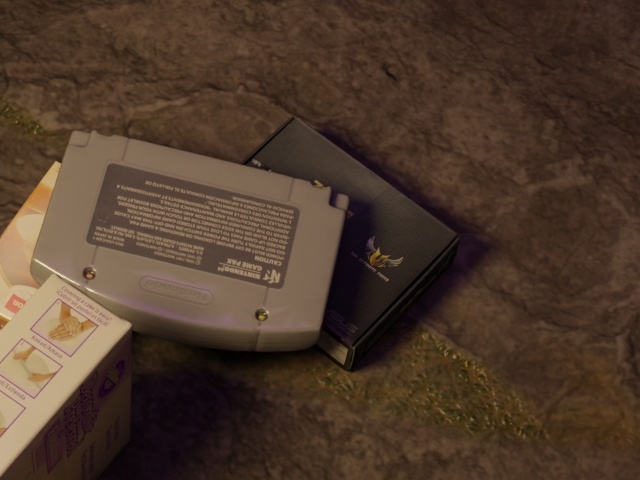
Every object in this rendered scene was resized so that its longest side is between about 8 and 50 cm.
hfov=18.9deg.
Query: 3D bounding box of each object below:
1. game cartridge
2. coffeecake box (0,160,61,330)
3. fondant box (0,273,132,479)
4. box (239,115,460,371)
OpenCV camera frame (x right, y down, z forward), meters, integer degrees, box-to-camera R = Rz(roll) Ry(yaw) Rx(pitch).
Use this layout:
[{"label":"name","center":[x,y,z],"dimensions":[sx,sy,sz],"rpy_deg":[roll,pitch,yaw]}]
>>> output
[{"label":"game cartridge","center":[-0.130,0.007,1.916],"dimensions":[0.294,0.060,0.196],"rpy_deg":[14,55,-1]},{"label":"coffeecake box","center":[-0.257,0.032,1.952],"dimensions":[0.142,0.068,0.185],"rpy_deg":[26,59,8]},{"label":"fondant box","center":[-0.303,0.222,1.728],"dimensions":[0.096,0.238,0.330],"rpy_deg":[31,60,13]},{"label":"box","center":[0.000,0.000,2.007],"dimensions":[0.232,0.059,0.183],"rpy_deg":[38,61,16]}]
